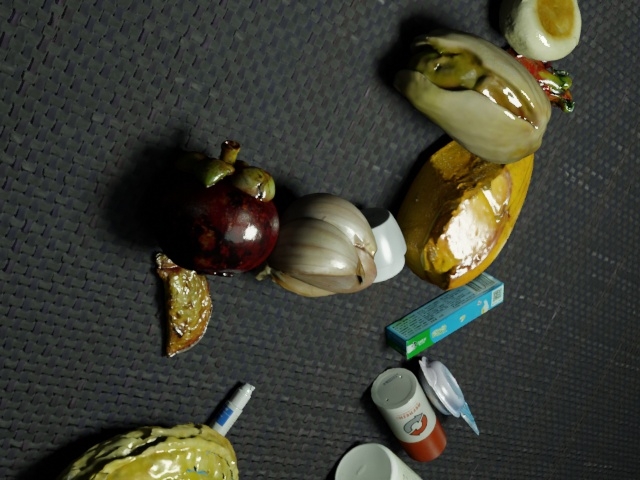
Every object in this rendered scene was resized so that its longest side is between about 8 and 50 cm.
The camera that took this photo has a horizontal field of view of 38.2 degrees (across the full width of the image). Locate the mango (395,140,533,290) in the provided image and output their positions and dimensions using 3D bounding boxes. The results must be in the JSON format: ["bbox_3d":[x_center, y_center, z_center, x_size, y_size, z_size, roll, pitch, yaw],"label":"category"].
[{"bbox_3d":[0.269,-0.078,1.669,0.350,0.201,0.199,-53,176,-19],"label":"mango"}]

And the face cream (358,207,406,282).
[{"bbox_3d":[0.087,0.009,1.592,0.117,0.117,0.104,-29,119,-26],"label":"face cream"}]

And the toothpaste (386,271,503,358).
[{"bbox_3d":[0.251,0.145,1.841,0.267,0.065,0.050,-27,131,-28],"label":"toothpaste"}]

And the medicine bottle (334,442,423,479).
[{"bbox_3d":[0.144,0.527,1.897,0.143,0.143,0.258,-49,133,-9],"label":"medicine bottle"}]

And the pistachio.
[{"bbox_3d":[0.259,-0.240,1.550,0.288,0.197,0.166,33,80,-13],"label":"pistachio"}]

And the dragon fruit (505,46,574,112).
[{"bbox_3d":[0.391,-0.296,1.704,0.142,0.175,0.138,-50,155,-53],"label":"dragon fruit"}]

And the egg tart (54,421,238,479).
[{"bbox_3d":[-0.284,0.467,1.478,0.388,0.169,0.388,-22,134,-25],"label":"egg tart"}]

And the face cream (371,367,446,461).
[{"bbox_3d":[0.182,0.356,1.871,0.096,0.096,0.214,-43,133,-14],"label":"face cream"}]

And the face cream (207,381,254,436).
[{"bbox_3d":[-0.159,0.301,1.595,0.130,0.034,0.034,-53,135,-4],"label":"face cream"}]

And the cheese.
[{"bbox_3d":[0.261,0.314,1.899,0.052,0.135,0.245,-31,139,13],"label":"cheese"}]

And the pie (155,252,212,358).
[{"bbox_3d":[-0.209,0.094,1.447,0.088,0.033,0.191,-24,126,-34],"label":"pie"}]

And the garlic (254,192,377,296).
[{"bbox_3d":[0.000,0.000,1.445,0.191,0.214,0.160,6,73,-5],"label":"garlic"}]

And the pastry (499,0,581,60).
[{"bbox_3d":[0.387,-0.390,1.624,0.156,0.092,0.156,3,83,-24],"label":"pastry"}]

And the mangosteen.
[{"bbox_3d":[-0.147,-0.046,1.328,0.200,0.200,0.199,-19,124,-32],"label":"mangosteen"}]
